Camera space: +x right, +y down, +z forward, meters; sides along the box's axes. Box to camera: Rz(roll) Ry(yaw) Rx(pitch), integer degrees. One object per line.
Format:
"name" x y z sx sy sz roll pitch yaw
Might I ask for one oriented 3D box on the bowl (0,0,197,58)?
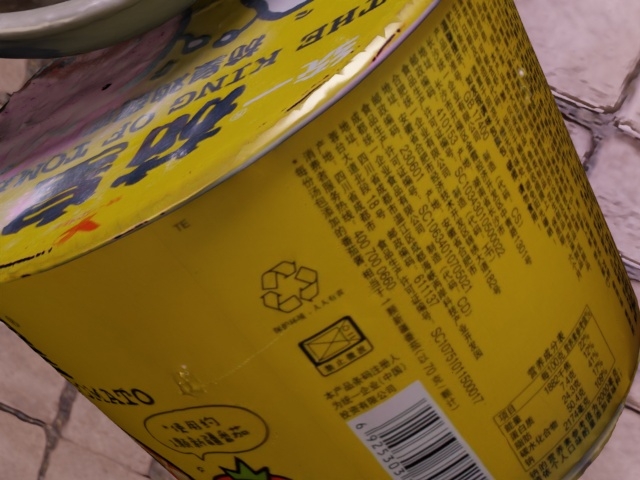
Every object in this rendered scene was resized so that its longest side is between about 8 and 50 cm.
"bowl" -0.135 -0.205 0.673 0.289 0.289 0.146 18 167 10

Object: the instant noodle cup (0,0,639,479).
"instant noodle cup" 0.000 0.000 0.689 0.326 0.325 0.254 -21 119 29
